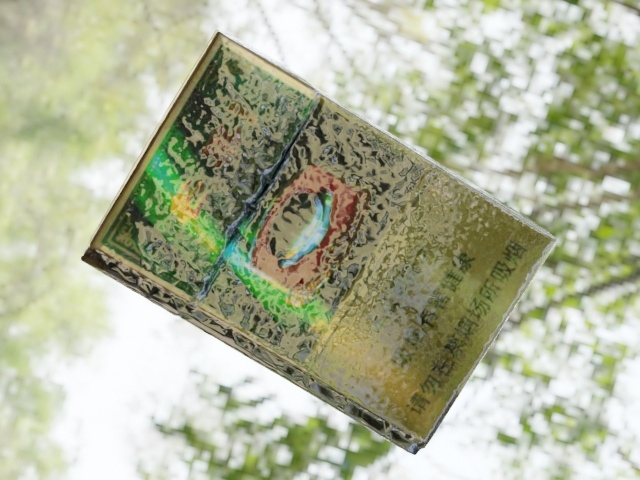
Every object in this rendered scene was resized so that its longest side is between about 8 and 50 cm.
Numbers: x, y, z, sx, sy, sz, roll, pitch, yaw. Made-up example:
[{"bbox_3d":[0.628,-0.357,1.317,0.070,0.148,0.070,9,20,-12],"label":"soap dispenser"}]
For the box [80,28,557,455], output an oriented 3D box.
[{"bbox_3d":[0.000,0.000,1.094,0.159,0.240,0.071,-59,-175,8],"label":"box"}]
